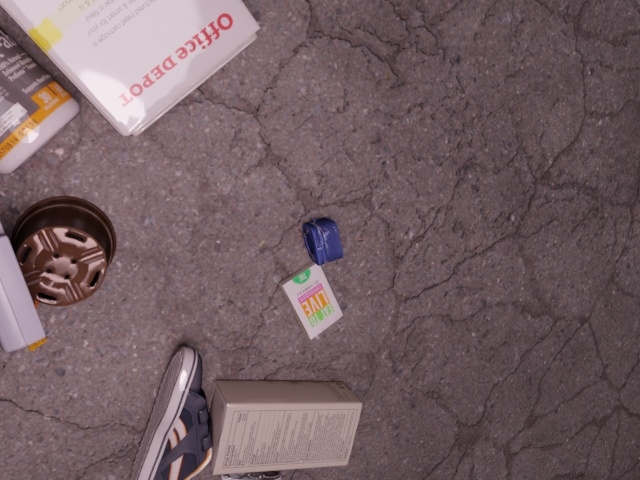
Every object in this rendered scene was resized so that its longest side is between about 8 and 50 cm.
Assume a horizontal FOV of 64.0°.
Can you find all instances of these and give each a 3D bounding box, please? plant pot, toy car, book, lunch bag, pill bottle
[{"bbox_3d":[-0.415,0.021,0.829,0.167,0.165,0.166,-6,105,-24],"label":"plant pot"},{"bbox_3d":[-0.508,0.128,0.896,0.040,0.060,0.121,-39,147,-59],"label":"toy car"},{"bbox_3d":[-0.019,0.128,1.112,0.096,0.035,0.144,-33,112,-18],"label":"book"},{"bbox_3d":[0.000,0.000,1.065,0.065,0.067,0.098,-20,109,-19],"label":"lunch bag"},{"bbox_3d":[-0.505,-0.241,0.726,0.162,0.162,0.278,-46,116,-8],"label":"pill bottle"}]

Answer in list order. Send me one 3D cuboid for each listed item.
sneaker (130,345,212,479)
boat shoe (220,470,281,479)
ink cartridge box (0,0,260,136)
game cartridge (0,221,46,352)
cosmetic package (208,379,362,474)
[{"bbox_3d":[-0.267,0.355,1.004,0.128,0.126,0.320,16,106,-22],"label":"sneaker"},{"bbox_3d":[-0.150,0.517,1.137,0.142,0.049,0.040,14,96,-24],"label":"boat shoe"},{"bbox_3d":[-0.326,-0.388,0.770,0.279,0.160,0.384,-42,116,-9],"label":"ink cartridge box"},{"bbox_3d":[-0.476,0.048,0.735,0.062,0.297,0.197,-19,109,-37],"label":"game cartridge"},{"bbox_3d":[-0.080,0.396,1.103,0.310,0.113,0.160,10,98,-25],"label":"cosmetic package"}]
